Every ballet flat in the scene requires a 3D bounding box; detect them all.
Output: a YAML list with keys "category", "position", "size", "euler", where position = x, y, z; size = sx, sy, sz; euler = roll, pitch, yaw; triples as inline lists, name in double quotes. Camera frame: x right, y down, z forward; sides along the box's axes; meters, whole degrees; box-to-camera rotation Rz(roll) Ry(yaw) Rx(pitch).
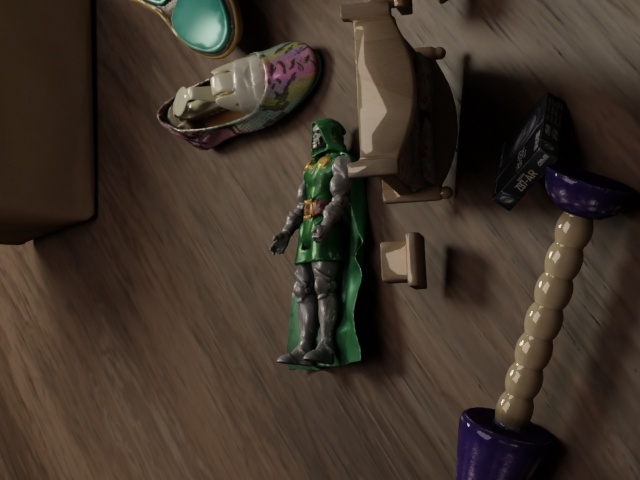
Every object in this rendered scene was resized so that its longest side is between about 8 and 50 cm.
- category: "ballet flat"
  position: [-0.130, -0.250, 1.949]
  size: [0.232, 0.073, 0.080]
  euler: [41, 111, 42]
- category: "ballet flat"
  position: [-0.091, -0.144, 1.865]
  size: [0.221, 0.079, 0.076]
  euler: [-21, 66, 51]

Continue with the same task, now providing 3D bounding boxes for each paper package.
- category: "paper package"
  position: [-0.436, -0.162, 2.137]
  size: [0.168, 0.325, 0.309]
  euler: [-18, 70, 52]

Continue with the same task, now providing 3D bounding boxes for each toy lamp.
- category: "toy lamp"
  position: [0.167, 0.080, 1.465]
  size: [0.080, 0.080, 0.274]
  euler: [30, 108, 52]

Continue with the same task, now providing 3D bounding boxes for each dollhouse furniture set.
- category: "dollhouse furniture set"
  position: [0.108, -0.149, 1.487]
  size: [0.174, 0.303, 0.355]
  euler: [-4, 85, 11]

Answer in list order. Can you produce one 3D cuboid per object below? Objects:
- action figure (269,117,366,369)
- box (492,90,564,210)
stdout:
- category: "action figure"
  position: [0.000, 0.000, 1.733]
  size: [0.137, 0.063, 0.232]
  euler: [-12, 70, 56]
- category: "box"
  position: [0.168, -0.072, 1.509]
  size: [0.067, 0.018, 0.083]
  euler: [-50, 15, 38]
